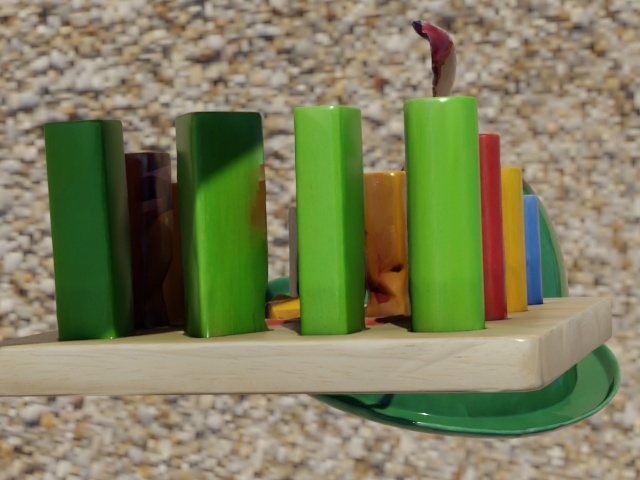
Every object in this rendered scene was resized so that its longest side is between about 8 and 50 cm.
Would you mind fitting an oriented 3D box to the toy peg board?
[{"bbox_3d":[0.000,0.000,0.541,0.160,0.161,0.079,-8,96,-73],"label":"toy peg board"}]

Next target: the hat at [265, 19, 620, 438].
[{"bbox_3d":[0.063,-0.029,0.756,0.173,0.208,0.184,-2,111,-23],"label":"hat"}]
